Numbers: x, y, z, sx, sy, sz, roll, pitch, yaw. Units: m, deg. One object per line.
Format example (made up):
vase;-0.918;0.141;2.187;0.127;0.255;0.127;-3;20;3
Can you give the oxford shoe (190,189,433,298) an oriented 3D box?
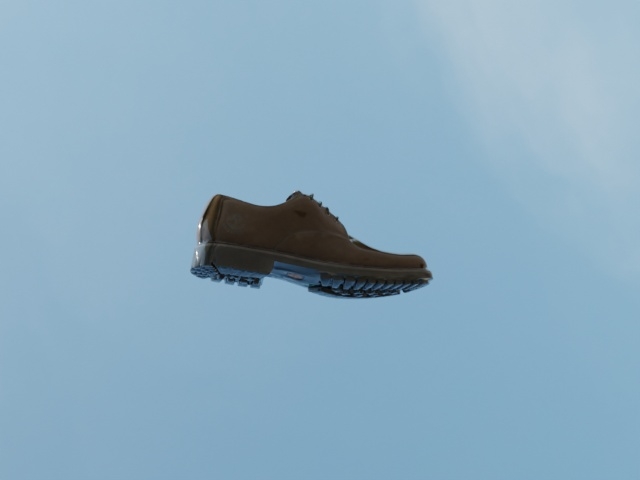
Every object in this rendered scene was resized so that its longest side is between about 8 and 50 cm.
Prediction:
oxford shoe;0.000;0.000;1.107;0.227;0.083;0.096;11;-109;-19
